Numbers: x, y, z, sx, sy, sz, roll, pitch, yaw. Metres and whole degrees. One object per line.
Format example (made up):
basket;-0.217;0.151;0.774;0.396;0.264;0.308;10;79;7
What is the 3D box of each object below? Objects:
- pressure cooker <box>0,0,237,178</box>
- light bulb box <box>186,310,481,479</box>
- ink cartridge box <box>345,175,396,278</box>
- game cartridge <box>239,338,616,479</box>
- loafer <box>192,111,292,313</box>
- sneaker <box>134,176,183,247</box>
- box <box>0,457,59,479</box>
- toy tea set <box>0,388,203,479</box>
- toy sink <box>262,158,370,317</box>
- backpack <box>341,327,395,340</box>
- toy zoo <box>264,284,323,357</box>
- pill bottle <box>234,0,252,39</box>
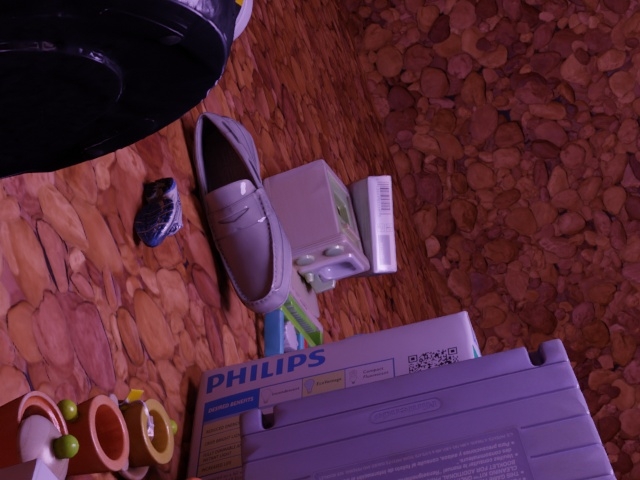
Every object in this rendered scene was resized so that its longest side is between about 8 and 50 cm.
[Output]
pressure cooker;-0.272;-0.280;0.735;0.375;0.369;0.421;-1;71;-50
light bulb box;0.045;0.314;1.213;0.361;0.357;0.225;-89;160;-51
ink cartridge box;0.071;-0.018;2.026;0.224;0.056;0.181;163;-76;-68
game cartridge;0.098;0.230;1.049;0.230;0.355;0.068;-99;174;-47
loafer;-0.125;-0.044;1.545;0.111;0.112;0.320;36;30;-59
sneaker;-0.197;-0.026;1.349;0.135;0.052;0.058;-85;158;-56
box;-0.218;0.255;0.753;0.091;0.130;0.170;-87;155;-53
toy tea set;-0.175;0.221;0.970;0.336;0.124;0.200;29;45;-70
toy sink;0.000;0.000;1.893;0.153;0.131;0.234;46;29;-60
backpack;0.121;0.321;1.731;0.290;0.273;0.356;20;49;-69
toy zoo;-0.038;0.221;1.650;0.192;0.030;0.293;56;26;-51
pill bottle;-0.209;-0.354;1.422;0.334;0.187;0.188;0;72;-75
